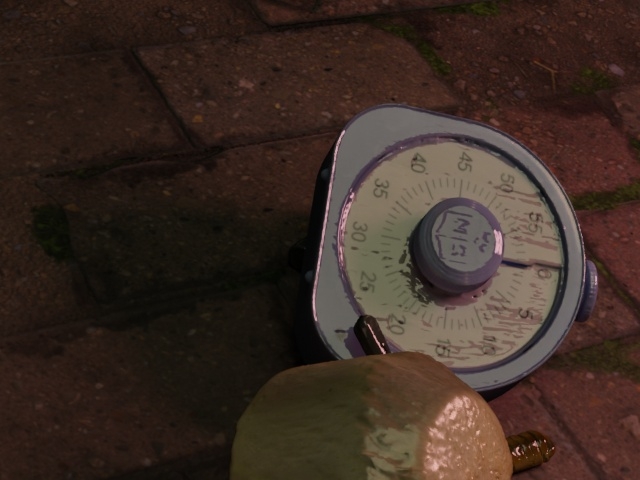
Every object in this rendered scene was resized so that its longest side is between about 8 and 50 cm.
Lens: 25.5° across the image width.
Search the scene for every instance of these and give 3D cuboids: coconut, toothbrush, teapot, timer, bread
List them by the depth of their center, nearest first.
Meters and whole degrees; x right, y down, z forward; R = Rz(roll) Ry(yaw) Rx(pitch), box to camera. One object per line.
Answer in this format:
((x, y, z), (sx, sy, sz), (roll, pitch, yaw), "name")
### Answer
((0.034, 0.269, 1.506), (0.328, 0.329, 0.329), (11, 43, -10), "coconut")
((0.113, 0.221, 1.648), (0.030, 0.030, 0.297), (-26, 89, -33), "toothbrush")
((0.251, 0.261, 1.762), (0.088, 0.034, 0.049), (-9, 43, -28), "bread")
((0.168, 0.027, 1.780), (0.394, 0.173, 0.395), (4, 68, -11), "timer")
((0.000, 0.000, 1.938), (0.042, 0.043, 0.110), (31, 41, 13), "teapot")
